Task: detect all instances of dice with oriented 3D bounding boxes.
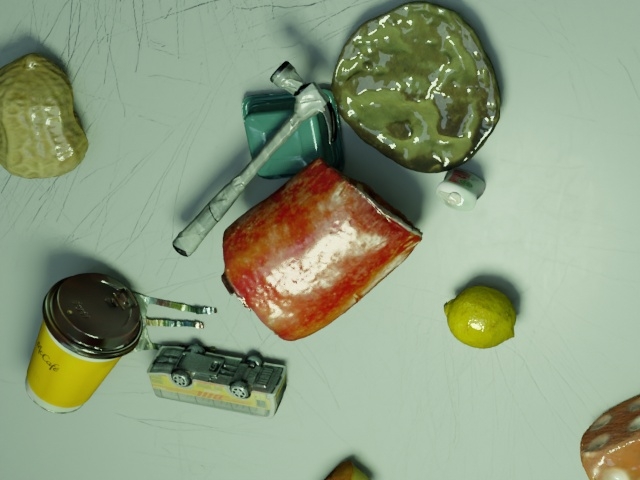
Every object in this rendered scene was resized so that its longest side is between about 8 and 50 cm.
[{"bbox_3d":[0.556,0.371,1.884,0.179,0.174,0.175,-36,94,22],"label":"dice"}]

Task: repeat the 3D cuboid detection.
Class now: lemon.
[{"bbox_3d":[0.276,0.132,1.925,0.133,0.109,0.109,20,114,14],"label":"lemon"}]

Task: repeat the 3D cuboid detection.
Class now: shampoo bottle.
[{"bbox_3d":[0.233,-0.084,1.866,0.072,0.099,0.043,25,115,9],"label":"shampoo bottle"}]

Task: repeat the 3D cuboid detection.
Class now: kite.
[{"bbox_3d":[-0.348,0.172,2.209,0.310,0.015,0.169,10,113,16],"label":"kite"}]

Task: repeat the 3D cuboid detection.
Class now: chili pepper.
[{"bbox_3d":[0.000,0.000,1.932,0.305,0.229,0.251,-41,94,16],"label":"chili pepper"}]

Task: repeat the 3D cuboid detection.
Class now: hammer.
[{"bbox_3d":[-0.134,-0.121,1.940,0.152,0.044,0.427,45,119,-4],"label":"hammer"}]

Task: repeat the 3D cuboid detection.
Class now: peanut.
[{"bbox_3d":[-0.531,-0.229,2.071,0.196,0.110,0.233,-3,110,20],"label":"peanut"}]

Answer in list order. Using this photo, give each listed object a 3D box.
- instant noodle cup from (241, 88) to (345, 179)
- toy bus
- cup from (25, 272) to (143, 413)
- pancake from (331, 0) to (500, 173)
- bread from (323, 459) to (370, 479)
[{"bbox_3d":[-0.054,-0.178,1.949,0.179,0.070,0.157,-4,109,19],"label":"instant noodle cup"},{"bbox_3d":[-0.196,0.272,2.144,0.268,0.092,0.106,8,132,16],"label":"toy bus"},{"bbox_3d":[-0.471,0.204,2.162,0.196,0.196,0.280,37,127,3],"label":"cup"},{"bbox_3d":[0.166,-0.252,1.858,0.294,0.049,0.294,7,110,20],"label":"pancake"},{"bbox_3d":[0.033,0.489,2.132,0.086,0.125,0.156,37,118,-6],"label":"bread"}]
